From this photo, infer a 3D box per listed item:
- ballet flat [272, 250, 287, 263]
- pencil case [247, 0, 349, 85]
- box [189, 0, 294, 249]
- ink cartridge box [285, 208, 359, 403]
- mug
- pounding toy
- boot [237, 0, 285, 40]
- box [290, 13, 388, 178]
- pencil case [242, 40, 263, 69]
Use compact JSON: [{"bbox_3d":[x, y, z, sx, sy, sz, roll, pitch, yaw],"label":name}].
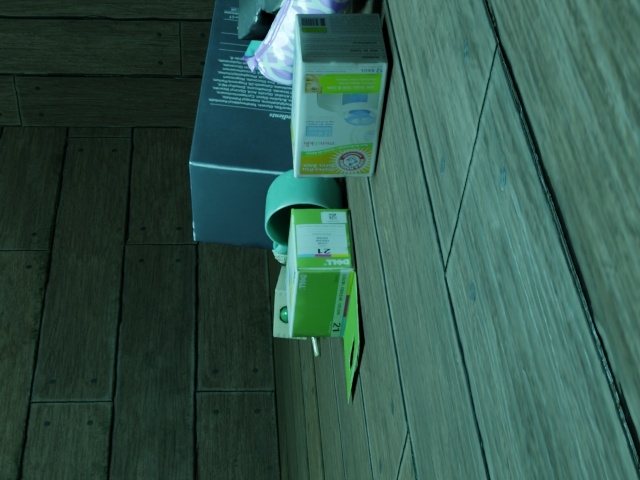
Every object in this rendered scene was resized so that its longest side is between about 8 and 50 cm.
[{"bbox_3d":[-0.067,-0.031,2.429,0.077,0.091,0.241,48,147,47],"label":"ballet flat"},{"bbox_3d":[-0.018,-0.303,1.420,0.086,0.088,0.206,60,136,36],"label":"pencil case"},{"bbox_3d":[-0.116,-0.222,2.014,0.293,0.212,0.395,100,176,-62],"label":"box"},{"bbox_3d":[0.001,0.102,1.690,0.188,0.097,0.255,97,171,-50],"label":"ink cartridge box"},{"bbox_3d":[-0.037,-0.055,1.783,0.129,0.158,0.097,45,-145,-42],"label":"mug"},{"bbox_3d":[-0.041,0.145,2.192,0.141,0.100,0.130,-78,-7,-63],"label":"pounding toy"},{"bbox_3d":[-0.027,-0.540,1.508,0.367,0.146,0.445,151,121,-69],"label":"boot"},{"bbox_3d":[0.020,-0.188,1.409,0.203,0.114,0.103,96,172,-48],"label":"box"},{"bbox_3d":[-0.062,-0.336,1.689,0.151,0.064,0.070,-62,29,-2],"label":"pencil case"}]
